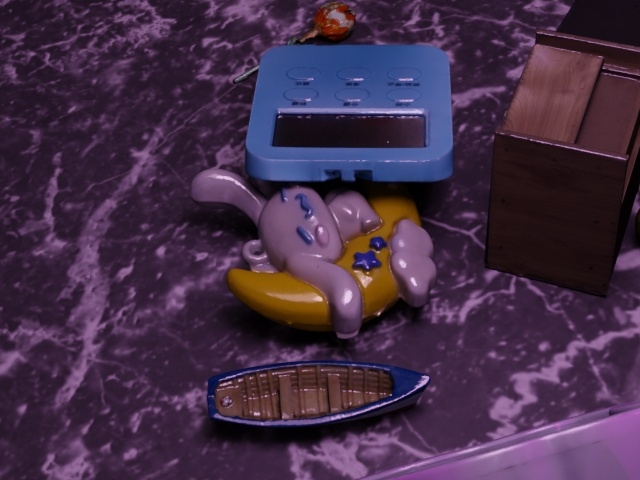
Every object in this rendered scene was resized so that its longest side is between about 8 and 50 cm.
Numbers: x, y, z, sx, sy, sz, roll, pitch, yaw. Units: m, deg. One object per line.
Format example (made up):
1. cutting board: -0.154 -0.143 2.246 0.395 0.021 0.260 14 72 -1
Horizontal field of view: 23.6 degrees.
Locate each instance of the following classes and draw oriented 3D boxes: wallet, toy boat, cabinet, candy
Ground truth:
1. wallet: 0.383 -0.274 1.941 0.146 0.030 0.285 23 55 17
2. toy boat: -0.001 0.161 1.574 0.229 0.046 0.080 -4 49 -2
3. cabinet: 0.268 -0.087 1.662 0.148 0.215 0.175 14 52 14
4. candy: -0.034 -0.246 1.934 0.185 0.049 0.055 -32 26 -15

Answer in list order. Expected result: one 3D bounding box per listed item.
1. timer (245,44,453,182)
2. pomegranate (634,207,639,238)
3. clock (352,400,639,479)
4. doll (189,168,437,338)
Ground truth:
1. timer: 0.036 -0.141 1.740 0.232 0.091 0.250 1 26 2
2. pomegranate: 0.383 -0.013 1.694 0.073 0.073 0.084 9 66 10
3. clock: 0.170 0.228 1.368 0.339 0.338 0.102 -14 83 -10
4. doll: 0.000 0.000 1.669 0.237 0.111 0.252 -16 55 -10
